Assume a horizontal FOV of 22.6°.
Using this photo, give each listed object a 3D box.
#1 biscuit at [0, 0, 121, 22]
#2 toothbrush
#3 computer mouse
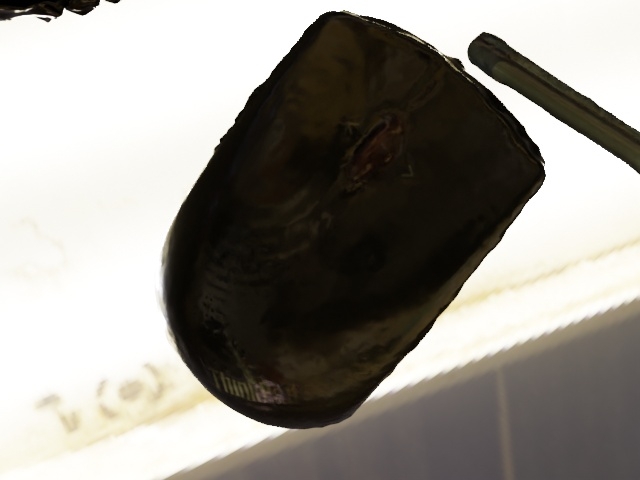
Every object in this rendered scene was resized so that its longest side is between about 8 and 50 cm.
[{"bbox_3d":[-0.121,-0.150,0.529,0.194,0.194,0.053,0,-38,-29],"label":"biscuit"},{"bbox_3d":[0.144,-0.031,0.664,0.019,0.219,0.016,-22,-43,-40],"label":"toothbrush"},{"bbox_3d":[0.000,0.000,0.963,0.170,0.100,0.269,37,-73,2],"label":"computer mouse"}]
